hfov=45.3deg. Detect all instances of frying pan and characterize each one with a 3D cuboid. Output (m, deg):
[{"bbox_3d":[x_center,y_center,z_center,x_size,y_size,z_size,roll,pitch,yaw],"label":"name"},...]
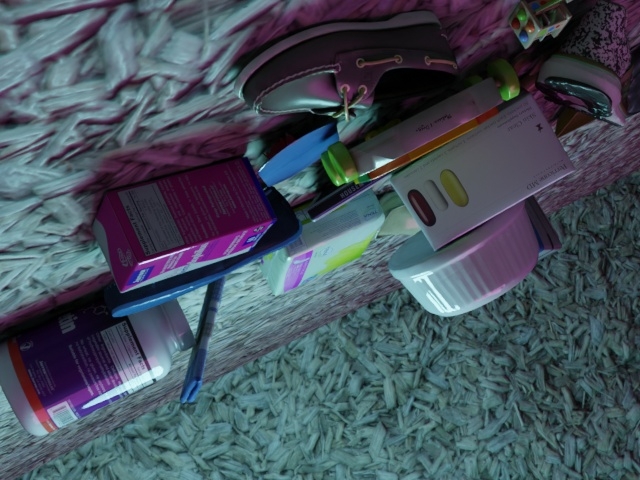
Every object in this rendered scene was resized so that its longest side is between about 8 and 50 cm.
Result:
[{"bbox_3d":[0.650,-0.354,1.632,0.326,0.053,0.197,9,123,-44],"label":"frying pan"}]

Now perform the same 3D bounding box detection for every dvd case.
[{"bbox_3d":[0.089,-0.119,1.352,0.239,0.029,0.179,-31,-173,12],"label":"dvd case"}]

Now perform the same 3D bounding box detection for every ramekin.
[{"bbox_3d":[0.268,0.027,1.386,0.273,0.127,0.273,-32,-172,5],"label":"ramekin"}]

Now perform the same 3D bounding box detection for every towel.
[{"bbox_3d":[-0.213,0.158,1.469,0.034,0.285,0.209,15,153,-10],"label":"towel"}]

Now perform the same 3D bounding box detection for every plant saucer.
[{"bbox_3d":[0.643,-0.327,1.789,0.188,0.045,0.188,-27,167,-9],"label":"plant saucer"}]

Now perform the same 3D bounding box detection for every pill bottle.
[{"bbox_3d":[-0.397,0.202,1.374,0.323,0.181,0.181,-25,167,-16],"label":"pill bottle"}]

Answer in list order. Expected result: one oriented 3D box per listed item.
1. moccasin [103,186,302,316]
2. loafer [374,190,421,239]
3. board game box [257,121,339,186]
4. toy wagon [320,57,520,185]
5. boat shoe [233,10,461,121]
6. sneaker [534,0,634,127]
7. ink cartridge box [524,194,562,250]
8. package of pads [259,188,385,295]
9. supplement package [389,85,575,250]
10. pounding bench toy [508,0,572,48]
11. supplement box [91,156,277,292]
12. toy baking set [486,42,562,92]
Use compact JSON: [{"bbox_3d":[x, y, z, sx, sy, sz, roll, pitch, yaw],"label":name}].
[{"bbox_3d":[-0.196,0.013,1.224,0.342,0.116,0.138,-26,180,-32],"label":"moccasin"},{"bbox_3d":[0.197,-0.057,1.756,0.268,0.092,0.102,-22,144,-47],"label":"loafer"},{"bbox_3d":[-0.038,-0.138,1.138,0.133,0.033,0.168,-33,172,0],"label":"board game box"},{"bbox_3d":[0.132,-0.158,1.122,0.267,0.068,0.344,-27,-176,-3],"label":"toy wagon"},{"bbox_3d":[0.043,-0.200,0.923,0.305,0.091,0.109,-21,165,-30],"label":"boat shoe"},{"bbox_3d":[0.483,-0.305,1.308,0.182,0.158,0.410,-67,165,12],"label":"sneaker"},{"bbox_3d":[0.373,-0.067,1.693,0.166,0.285,0.395,-32,167,21],"label":"ink cartridge box"},{"bbox_3d":[0.000,0.000,1.595,0.229,0.101,0.296,-24,167,-15],"label":"package of pads"},{"bbox_3d":[0.272,-0.128,1.311,0.262,0.145,0.204,-32,-173,17],"label":"supplement package"},{"bbox_3d":[0.317,-0.325,1.096,0.065,0.052,0.083,-24,167,-16],"label":"pounding bench toy"},{"bbox_3d":[-0.191,-0.025,1.078,0.220,0.114,0.111,-18,165,-32],"label":"supplement box"},{"bbox_3d":[0.318,-0.271,1.377,0.197,0.030,0.256,-12,158,-41],"label":"toy baking set"}]
